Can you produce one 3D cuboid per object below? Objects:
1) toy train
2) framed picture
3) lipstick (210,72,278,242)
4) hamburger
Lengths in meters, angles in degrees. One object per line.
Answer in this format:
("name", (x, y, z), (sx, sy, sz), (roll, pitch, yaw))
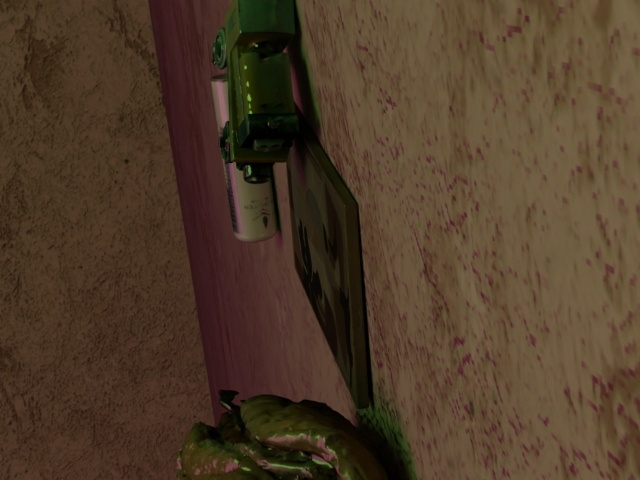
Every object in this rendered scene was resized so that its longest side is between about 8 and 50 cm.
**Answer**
("toy train", (-0.039, -0.101, 0.792), (0.081, 0.050, 0.122), (141, 126, -68))
("framed picture", (0.000, 0.000, 0.799), (0.201, 0.010, 0.136), (-118, 20, -63))
("lipstick", (-0.062, -0.069, 1.023), (0.040, 0.040, 0.141), (-125, 26, -70))
("hamburger", (-0.004, 0.180, 0.742), (0.206, 0.130, 0.183), (11, 115, 61))
